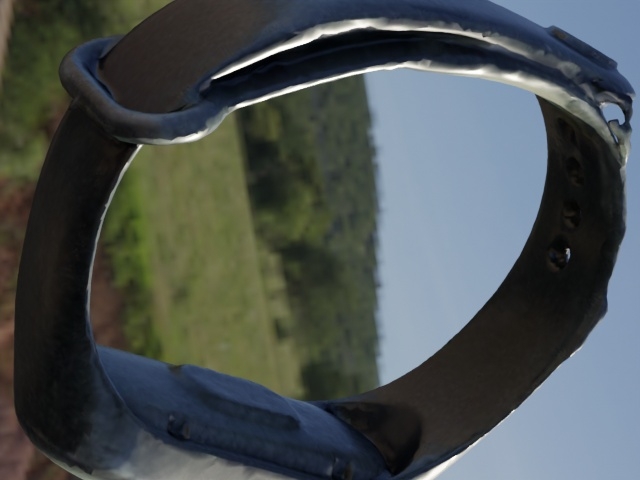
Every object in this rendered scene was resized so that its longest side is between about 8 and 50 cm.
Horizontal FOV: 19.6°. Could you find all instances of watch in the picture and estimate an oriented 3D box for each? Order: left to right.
[{"bbox_3d":[0.000,0.000,0.596,0.193,0.206,0.068,-60,-143,10],"label":"watch"}]
